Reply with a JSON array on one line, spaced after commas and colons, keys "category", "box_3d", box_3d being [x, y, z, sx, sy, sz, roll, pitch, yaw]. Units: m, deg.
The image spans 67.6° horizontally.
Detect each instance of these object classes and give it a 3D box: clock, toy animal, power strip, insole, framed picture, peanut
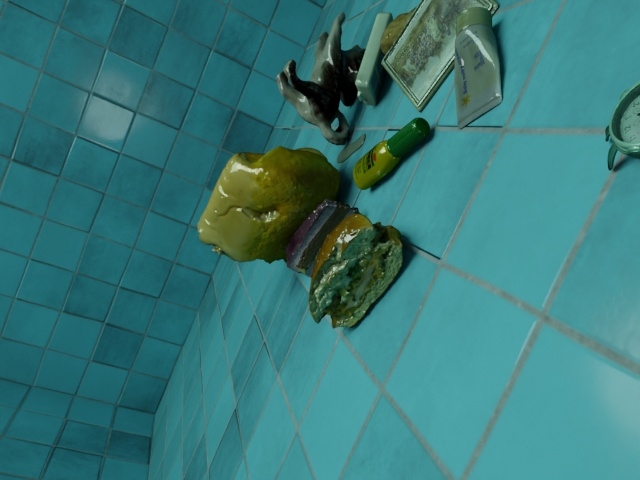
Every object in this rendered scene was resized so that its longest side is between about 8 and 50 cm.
[{"category": "clock", "box_3d": [0.371, -0.136, 0.531, 0.135, 0.041, 0.101, -38, 36, 57]}, {"category": "toy animal", "box_3d": [0.049, -0.496, 1.526, 0.344, 0.303, 0.194, -49, 18, -20]}, {"category": "power strip", "box_3d": [0.167, -0.529, 1.393, 0.118, 0.046, 0.271, 40, -115, -63]}, {"category": "insole", "box_3d": [0.091, -0.282, 1.483, 0.188, 0.004, 0.064, -24, 49, 64]}, {"category": "framed picture", "box_3d": [0.256, -0.466, 1.097, 0.274, 0.017, 0.217, -55, 47, 34]}, {"category": "peanut", "box_3d": [0.232, -0.546, 1.247, 0.226, 0.095, 0.108, -172, 92, -69]}]

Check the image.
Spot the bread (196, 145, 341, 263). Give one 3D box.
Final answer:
[{"category": "bread", "box_3d": [-0.126, -0.106, 1.405, 0.394, 0.360, 0.250, -49, 63, 39]}]

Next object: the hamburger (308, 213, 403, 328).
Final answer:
[{"category": "hamburger", "box_3d": [0.058, 0.052, 1.014, 0.283, 0.143, 0.157, -58, 21, 33]}]

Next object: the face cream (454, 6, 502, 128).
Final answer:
[{"category": "face cream", "box_3d": [0.298, -0.336, 0.920, 0.114, 0.070, 0.224, 150, 129, -61]}]

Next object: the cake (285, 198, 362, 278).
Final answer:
[{"category": "cake", "box_3d": [0.000, 0.000, 1.273, 0.295, 0.115, 0.113, 129, 151, -47]}]

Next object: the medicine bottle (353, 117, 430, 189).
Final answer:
[{"category": "medicine bottle", "box_3d": [0.162, -0.205, 1.126, 0.260, 0.064, 0.095, -34, 39, 57]}]
